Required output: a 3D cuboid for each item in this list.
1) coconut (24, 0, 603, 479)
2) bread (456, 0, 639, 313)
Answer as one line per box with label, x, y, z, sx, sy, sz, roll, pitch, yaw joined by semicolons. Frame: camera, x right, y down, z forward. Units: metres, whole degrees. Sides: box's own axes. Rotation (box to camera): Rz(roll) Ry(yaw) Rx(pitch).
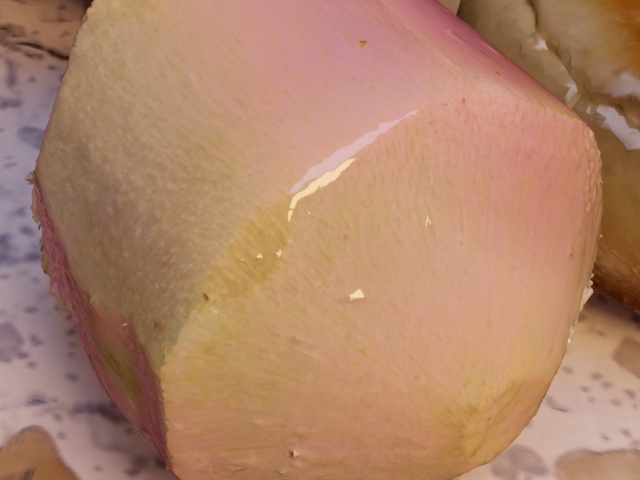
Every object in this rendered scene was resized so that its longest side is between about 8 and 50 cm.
coconut;0.000;0.000;0.623;0.233;0.233;0.245;-18;51;-27
bread;0.227;-0.035;0.733;0.314;0.171;0.192;1;47;-10
